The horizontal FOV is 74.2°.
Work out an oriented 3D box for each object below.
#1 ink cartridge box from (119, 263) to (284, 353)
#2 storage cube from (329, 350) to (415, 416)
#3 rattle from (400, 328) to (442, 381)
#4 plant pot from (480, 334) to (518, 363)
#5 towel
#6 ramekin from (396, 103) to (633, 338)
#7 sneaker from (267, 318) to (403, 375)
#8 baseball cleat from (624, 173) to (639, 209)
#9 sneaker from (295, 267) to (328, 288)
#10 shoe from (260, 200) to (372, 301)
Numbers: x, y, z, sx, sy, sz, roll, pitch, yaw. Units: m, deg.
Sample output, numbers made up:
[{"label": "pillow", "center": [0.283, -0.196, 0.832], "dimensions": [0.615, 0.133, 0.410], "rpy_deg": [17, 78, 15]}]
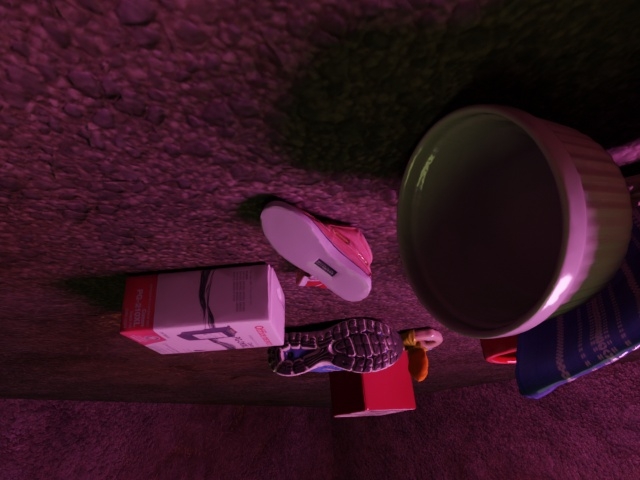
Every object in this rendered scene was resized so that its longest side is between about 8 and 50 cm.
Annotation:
[{"label": "ink cartridge box", "center": [-0.188, 0.125, 0.734], "dimensions": [0.237, 0.100, 0.172], "rpy_deg": [-5, 154, 1]}, {"label": "storage cube", "center": [0.149, 0.429, 1.299], "dimensions": [0.215, 0.193, 0.183], "rpy_deg": [10, 150, -29]}, {"label": "rattle", "center": [0.297, 0.330, 1.193], "dimensions": [0.130, 0.143, 0.200], "rpy_deg": [-25, 146, 0]}, {"label": "plant pot", "center": [0.344, 0.098, 0.683], "dimensions": [0.191, 0.174, 0.191], "rpy_deg": [-4, 153, -2]}, {"label": "towel", "center": [0.316, -0.005, 0.383], "dimensions": [0.336, 0.040, 0.243], "rpy_deg": [-49, 171, 31]}, {"label": "ramekin", "center": [0.173, -0.018, 0.400], "dimensions": [0.109, 0.207, 0.207], "rpy_deg": [-3, 155, -24]}, {"label": "sneaker", "center": [0.040, 0.267, 1.066], "dimensions": [0.330, 0.130, 0.147], "rpy_deg": [-5, 168, 9]}, {"label": "baseball cleat", "center": [0.432, -0.061, 0.517], "dimensions": [0.206, 0.072, 0.109], "rpy_deg": [-11, 167, 23]}, {"label": "sneaker", "center": [0.005, 0.049, 0.676], "dimensions": [0.067, 0.042, 0.118], "rpy_deg": [8, 159, -15]}, {"label": "shoe", "center": [0.000, 0.000, 0.559], "dimensions": [0.178, 0.081, 0.063], "rpy_deg": [41, 123, -17]}]
